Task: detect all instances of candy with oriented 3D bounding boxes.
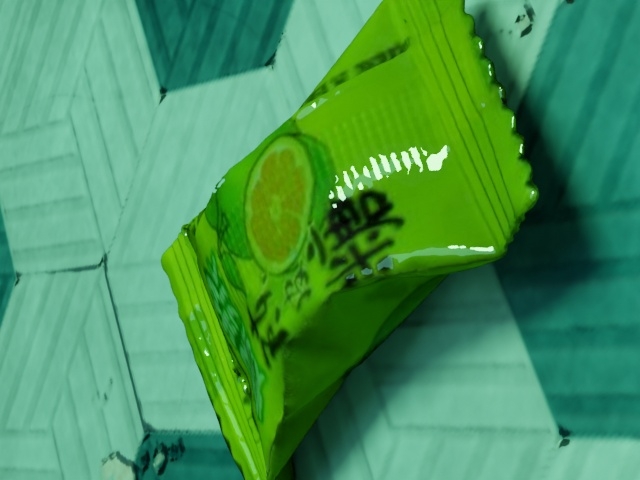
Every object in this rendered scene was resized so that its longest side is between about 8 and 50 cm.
[{"bbox_3d":[0.000,0.000,0.772,0.246,0.069,0.149,-47,50,38],"label":"candy"}]
